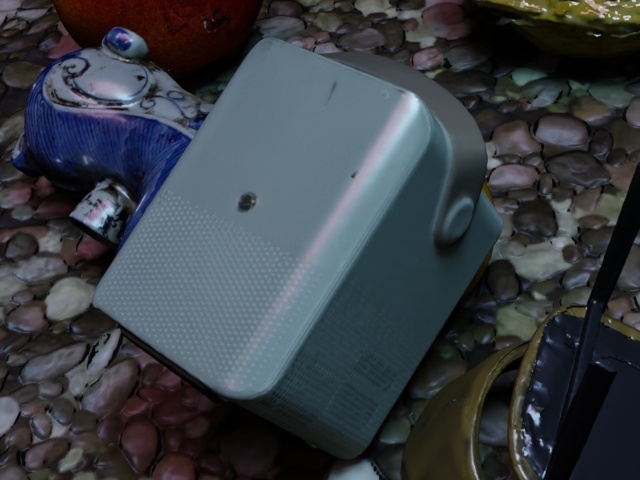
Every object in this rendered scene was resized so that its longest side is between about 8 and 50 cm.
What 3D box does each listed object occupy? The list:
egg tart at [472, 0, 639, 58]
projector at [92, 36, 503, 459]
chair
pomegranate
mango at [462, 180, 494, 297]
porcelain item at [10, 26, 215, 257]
[{"bbox_3d":[0.264,-0.262,0.990,0.294,0.123,0.294,-7,47,7],"label":"egg tart"},{"bbox_3d":[0.000,0.000,0.675,0.163,0.177,0.242,27,82,32],"label":"projector"},{"bbox_3d":[0.168,0.100,0.608,0.172,0.247,0.158,25,51,1],"label":"chair"},{"bbox_3d":[-0.164,-0.255,1.011,0.210,0.210,0.235,-41,24,-28],"label":"pomegranate"},{"bbox_3d":[0.072,-0.030,0.810,0.115,0.090,0.178,-36,52,-8],"label":"mango"},{"bbox_3d":[-0.138,-0.049,0.854,0.288,0.138,0.186,29,73,28],"label":"porcelain item"}]
